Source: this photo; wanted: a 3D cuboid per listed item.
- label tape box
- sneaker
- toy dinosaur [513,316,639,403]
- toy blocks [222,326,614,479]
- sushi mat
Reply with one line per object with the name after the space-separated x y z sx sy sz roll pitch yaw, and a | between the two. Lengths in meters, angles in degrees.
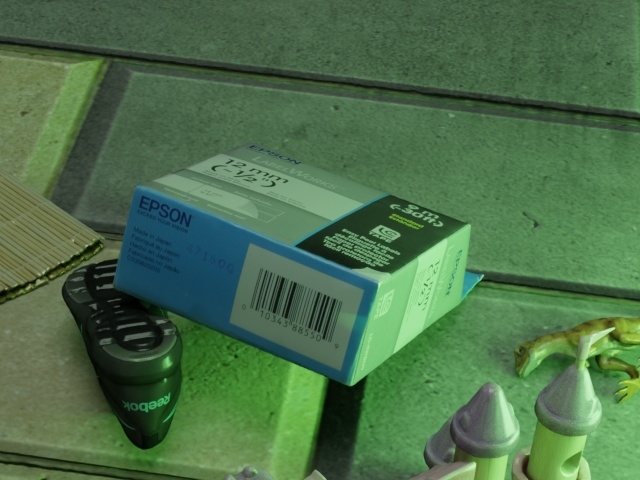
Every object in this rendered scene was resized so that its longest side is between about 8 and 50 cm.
0.000 0.000 1.710 0.249 0.115 0.348 21 23 19 | label tape box
-0.184 0.097 1.668 0.101 0.106 0.267 -8 23 -7 | sneaker
0.293 0.093 1.737 0.211 0.064 0.112 -12 40 -20 | toy dinosaur
0.096 0.206 1.418 0.289 0.260 0.309 -23 46 -29 | toy blocks
-0.384 -0.038 1.879 0.316 0.019 0.151 32 45 31 | sushi mat
